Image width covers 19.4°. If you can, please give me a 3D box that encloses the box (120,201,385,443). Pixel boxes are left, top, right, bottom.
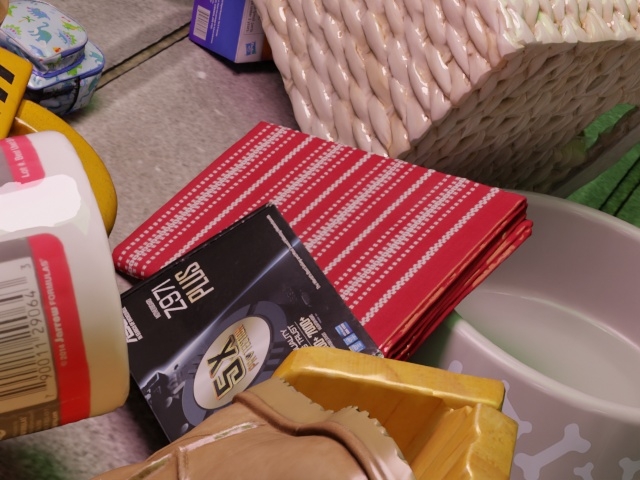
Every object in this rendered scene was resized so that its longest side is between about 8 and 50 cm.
[{"bbox_3d":[-0.046,0.083,1.265,0.147,0.077,0.180,-32,46,-3],"label":"box"}]

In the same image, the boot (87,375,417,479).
[{"bbox_3d":[-0.096,0.163,0.793,0.269,0.089,0.236,-26,10,-15],"label":"boot"}]

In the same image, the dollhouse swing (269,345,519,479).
[{"bbox_3d":[-0.119,0.181,0.951,0.305,0.315,0.347,31,30,-4],"label":"dollhouse swing"}]

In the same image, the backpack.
[{"bbox_3d":[-0.242,-0.154,1.601,0.105,0.084,0.114,36,30,20],"label":"backpack"}]

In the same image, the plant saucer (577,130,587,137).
[{"bbox_3d":[0.183,-0.117,1.867,0.168,0.029,0.168,15,31,-9],"label":"plant saucer"}]

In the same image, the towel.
[{"bbox_3d":[0.000,0.000,1.419,0.275,0.031,0.199,19,48,36],"label":"towel"}]

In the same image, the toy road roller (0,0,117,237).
[{"bbox_3d":[-0.265,-0.061,1.330,0.241,0.202,0.329,28,33,-13],"label":"toy road roller"}]

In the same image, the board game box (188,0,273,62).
[{"bbox_3d":[0.011,-0.353,1.818,0.233,0.347,0.078,-9,29,-42],"label":"board game box"}]

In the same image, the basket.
[{"bbox_3d":[0.136,-0.227,1.626,0.266,0.328,0.331,-5,66,-34],"label":"basket"}]

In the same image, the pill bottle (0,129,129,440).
[{"bbox_3d":[-0.284,0.051,1.086,0.318,0.176,0.176,-13,40,-14],"label":"pill bottle"}]

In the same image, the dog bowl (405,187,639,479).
[{"bbox_3d":[0.193,0.082,1.473,0.349,0.102,0.349,16,30,-10],"label":"dog bowl"}]
